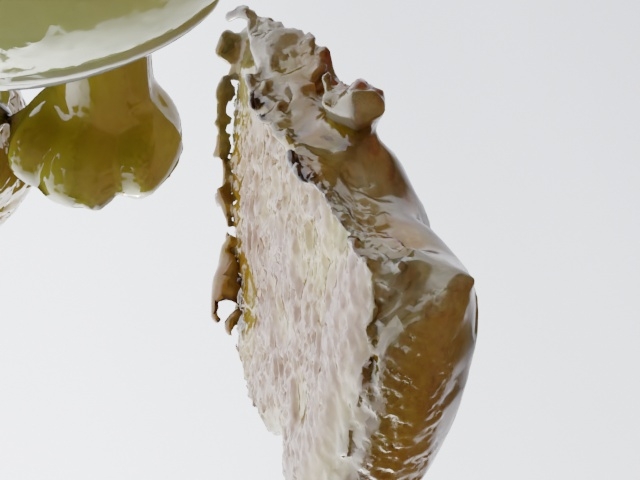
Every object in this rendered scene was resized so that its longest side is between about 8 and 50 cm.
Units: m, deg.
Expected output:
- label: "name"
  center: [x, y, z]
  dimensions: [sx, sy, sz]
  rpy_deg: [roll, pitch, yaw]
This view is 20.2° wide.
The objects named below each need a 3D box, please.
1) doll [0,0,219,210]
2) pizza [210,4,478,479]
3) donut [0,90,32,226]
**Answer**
- label: "doll"
  center: [-0.087, -0.117, 0.351]
  dimensions: [0.296, 0.141, 0.117]
  rpy_deg: [77, -148, -59]
- label: "pizza"
  center: [-0.001, 0.000, 0.859]
  dimensions: [0.071, 0.297, 0.189]
  rpy_deg: [-4, -55, -20]
- label: "donut"
  center: [-0.179, -0.014, 0.608]
  dimensions: [0.101, 0.259, 0.152]
  rpy_deg: [52, -150, 0]
